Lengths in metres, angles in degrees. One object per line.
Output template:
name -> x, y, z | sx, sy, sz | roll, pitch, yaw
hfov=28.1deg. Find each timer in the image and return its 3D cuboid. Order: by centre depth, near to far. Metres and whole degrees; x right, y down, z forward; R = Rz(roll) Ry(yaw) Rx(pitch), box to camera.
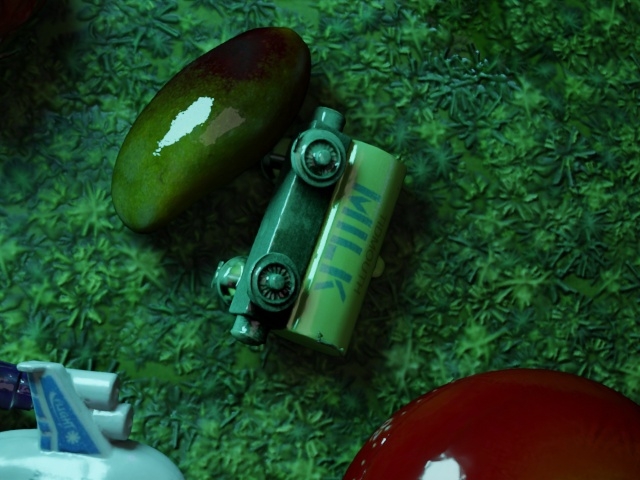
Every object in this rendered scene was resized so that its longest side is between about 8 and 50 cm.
timer -> 0.193, 0.307, 1.187 | 0.378, 0.279, 0.378 | 3, 79, -16

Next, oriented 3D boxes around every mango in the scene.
mango -> -0.105, -0.116, 1.261 | 0.133, 0.111, 0.267 | 31, 70, 34

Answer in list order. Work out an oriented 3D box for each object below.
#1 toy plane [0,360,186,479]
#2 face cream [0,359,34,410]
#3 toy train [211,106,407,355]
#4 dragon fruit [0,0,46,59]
toy plane -> -0.250, 0.231, 1.155 | 0.267, 0.122, 0.267 | 1, 106, 2
face cream -> -0.369, 0.115, 1.183 | 0.273, 0.078, 0.078 | 15, 77, -10
toy train -> 0.000, 0.000, 1.290 | 0.157, 0.105, 0.253 | 25, 75, -23
dragon fruit -> -0.359, -0.246, 1.176 | 0.234, 0.234, 0.293 | 2, 76, -13
